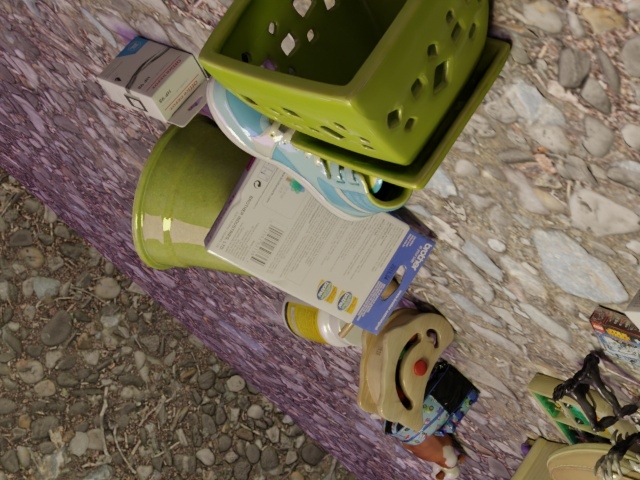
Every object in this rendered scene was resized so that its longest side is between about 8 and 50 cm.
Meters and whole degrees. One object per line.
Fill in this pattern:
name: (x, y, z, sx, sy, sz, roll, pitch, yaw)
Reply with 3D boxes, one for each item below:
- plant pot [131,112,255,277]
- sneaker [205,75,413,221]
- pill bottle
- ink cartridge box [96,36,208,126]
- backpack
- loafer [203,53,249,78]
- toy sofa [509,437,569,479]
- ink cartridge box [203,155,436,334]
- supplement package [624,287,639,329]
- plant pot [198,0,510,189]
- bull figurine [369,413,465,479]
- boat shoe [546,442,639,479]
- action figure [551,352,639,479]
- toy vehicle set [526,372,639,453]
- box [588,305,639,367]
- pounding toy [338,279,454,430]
plant pot: (-0.131, -0.049, 1.834, 0.254, 0.276, 0.276, 17, 155, 21)
sneaker: (0.002, -0.147, 1.514, 0.319, 0.127, 0.208, 34, 166, -20)
pill bottle: (0.022, 0.147, 2.176, 0.119, 0.119, 0.208, 47, 160, -25)
ink cartridge box: (-0.260, -0.257, 1.769, 0.180, 0.104, 0.060, 23, 155, 37)
backpack: (0.210, 0.338, 2.192, 0.117, 0.173, 0.158, 41, 161, -8)
loafer: (-0.110, -0.207, 1.648, 0.078, 0.076, 0.223, 5, 147, 45)
toy sofa: (0.519, 0.556, 2.168, 0.362, 0.150, 0.177, 44, 160, -17)
ink cartridge box: (0.000, 0.000, 1.689, 0.311, 0.185, 0.065, 28, -169, -15)
supplement package: (0.496, 0.109, 1.149, 0.262, 0.145, 0.204, 44, 162, -19)
plant pot: (0.051, -0.194, 1.159, 0.227, 0.228, 0.207, 22, 163, 40)
bull figurine: (0.226, 0.447, 2.536, 0.188, 0.101, 0.310, 28, 160, 33)
boat shoe: (0.505, 0.406, 1.803, 0.302, 0.098, 0.109, 2, 140, 36)
action figure: (0.478, 0.304, 1.665, 0.276, 0.141, 0.164, 39, 150, 4)
toy vehicle set: (0.482, 0.337, 1.894, 0.166, 0.035, 0.267, 13, 149, 52)
box: (0.446, 0.145, 1.519, 0.137, 0.027, 0.094, 21, 156, 42)
pounding toy: (0.135, 0.197, 1.999, 0.154, 0.269, 0.155, 2, -176, -34)
